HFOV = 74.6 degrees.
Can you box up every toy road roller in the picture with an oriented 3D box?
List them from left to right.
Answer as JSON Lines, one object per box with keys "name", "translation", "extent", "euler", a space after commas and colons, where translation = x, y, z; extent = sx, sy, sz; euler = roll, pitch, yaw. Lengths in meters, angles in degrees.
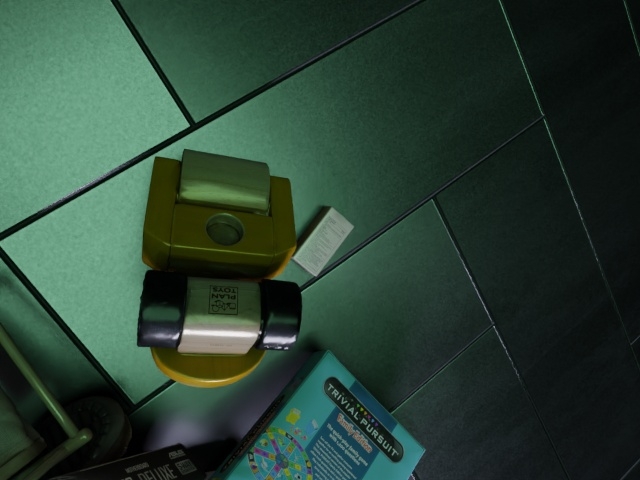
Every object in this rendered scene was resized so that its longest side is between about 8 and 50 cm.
{"name": "toy road roller", "translation": [-0.165, 0.051, 0.642], "extent": [0.202, 0.241, 0.330], "euler": [7, 57, -21]}

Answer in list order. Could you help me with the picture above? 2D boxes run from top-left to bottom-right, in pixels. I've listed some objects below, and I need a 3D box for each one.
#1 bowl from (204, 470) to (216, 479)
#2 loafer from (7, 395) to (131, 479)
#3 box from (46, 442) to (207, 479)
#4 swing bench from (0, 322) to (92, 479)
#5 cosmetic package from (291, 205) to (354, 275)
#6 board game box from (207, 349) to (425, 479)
{"name": "bowl", "translation": [-0.179, 0.562, 0.703], "extent": [0.297, 0.134, 0.298], "euler": [-2, 96, -20]}
{"name": "loafer", "translation": [-0.405, 0.396, 0.622], "extent": [0.366, 0.133, 0.130], "euler": [-52, 145, -7]}
{"name": "box", "translation": [-0.329, 0.439, 0.558], "extent": [0.308, 0.076, 0.242], "euler": [-55, 155, 0]}
{"name": "swing bench", "translation": [-0.482, 0.237, 0.498], "extent": [0.254, 0.165, 0.253], "euler": [-34, 92, 8]}
{"name": "cosmetic package", "translation": [0.000, 0.000, 0.752], "extent": [0.060, 0.041, 0.115], "euler": [42, 81, -19]}
{"name": "board game box", "translation": [-0.016, 0.395, 0.689], "extent": [0.254, 0.079, 0.336], "euler": [47, 61, -3]}
